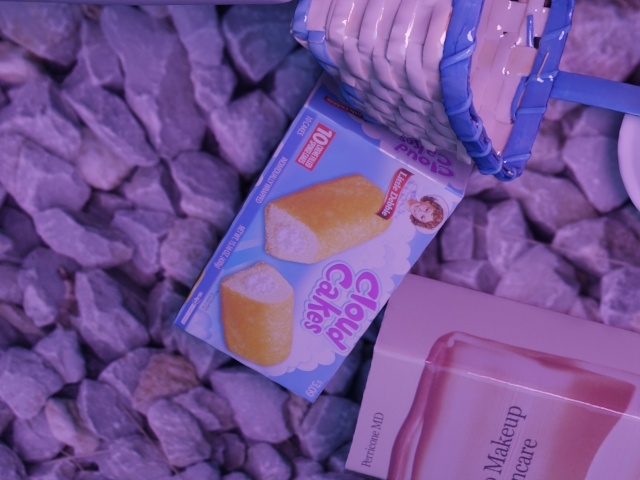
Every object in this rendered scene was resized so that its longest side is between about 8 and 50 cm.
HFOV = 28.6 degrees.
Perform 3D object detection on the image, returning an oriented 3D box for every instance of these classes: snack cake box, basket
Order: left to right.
[{"bbox_3d":[0.000,0.000,1.101,0.152,0.089,0.264,30,122,-4],"label":"snack cake box"},{"bbox_3d":[0.144,-0.151,0.875,0.289,0.255,0.201,18,81,19],"label":"basket"}]

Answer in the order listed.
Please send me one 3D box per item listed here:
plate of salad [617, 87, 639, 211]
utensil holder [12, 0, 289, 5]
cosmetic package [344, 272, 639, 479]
[{"bbox_3d":[0.339,-0.078,0.999,0.200,0.048,0.200,6,123,9],"label":"plate of salad"},{"bbox_3d":[-0.203,-0.318,0.831,0.385,0.327,0.328,3,120,9],"label":"utensil holder"},{"bbox_3d":[0.185,0.153,1.122,0.296,0.129,0.153,14,123,6],"label":"cosmetic package"}]
